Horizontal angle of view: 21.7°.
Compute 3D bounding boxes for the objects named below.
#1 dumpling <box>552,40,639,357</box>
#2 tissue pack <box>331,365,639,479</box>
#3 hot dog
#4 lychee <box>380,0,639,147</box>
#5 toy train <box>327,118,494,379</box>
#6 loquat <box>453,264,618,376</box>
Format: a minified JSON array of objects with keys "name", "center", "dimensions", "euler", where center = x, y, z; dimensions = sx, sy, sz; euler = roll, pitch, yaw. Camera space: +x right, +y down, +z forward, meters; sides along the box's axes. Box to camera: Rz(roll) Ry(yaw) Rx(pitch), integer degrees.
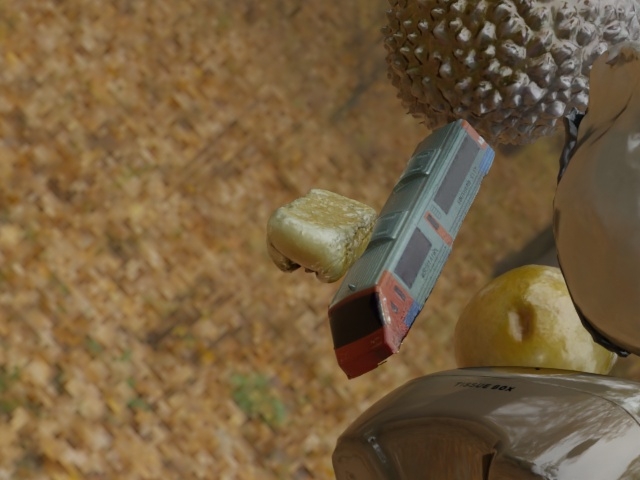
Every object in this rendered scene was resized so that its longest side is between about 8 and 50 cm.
[{"name":"dumpling","center":[0.257,-0.008,1.275],"dimensions":[0.204,0.163,0.293],"euler":[-19,92,-80]},{"name":"tissue pack","center":[0.225,0.275,1.828],"dimensions":[0.387,0.276,0.267],"euler":[-1,-74,51]},{"name":"hot dog","center":[0.000,0.000,1.717],"dimensions":[0.084,0.073,0.242],"euler":[16,11,8]},{"name":"lychee","center":[0.275,-0.319,2.434],"dimensions":[0.380,0.380,0.432],"euler":[47,51,-11]},{"name":"toy train","center":[0.101,0.000,1.947],"dimensions":[0.089,0.086,0.409],"euler":[49,39,-15]},{"name":"loquat","center":[0.283,0.129,2.140],"dimensions":[0.213,0.213,0.213],"euler":[47,9,-10]}]
